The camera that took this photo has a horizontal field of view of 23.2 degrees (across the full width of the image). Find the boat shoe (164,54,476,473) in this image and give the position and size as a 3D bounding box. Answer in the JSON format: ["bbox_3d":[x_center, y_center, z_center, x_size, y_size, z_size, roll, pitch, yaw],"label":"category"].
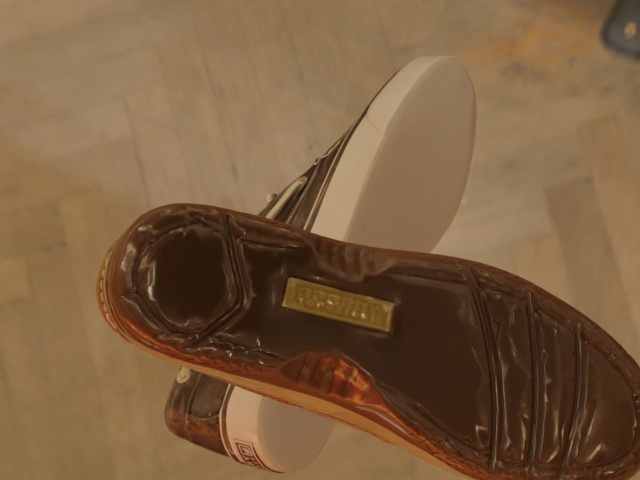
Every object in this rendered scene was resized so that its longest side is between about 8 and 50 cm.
[{"bbox_3d":[0.000,0.000,0.710,0.070,0.078,0.219,11,59,36],"label":"boat shoe"}]

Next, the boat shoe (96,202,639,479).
[{"bbox_3d":[0.018,0.035,0.521,0.190,0.072,0.068,22,75,-11],"label":"boat shoe"}]
